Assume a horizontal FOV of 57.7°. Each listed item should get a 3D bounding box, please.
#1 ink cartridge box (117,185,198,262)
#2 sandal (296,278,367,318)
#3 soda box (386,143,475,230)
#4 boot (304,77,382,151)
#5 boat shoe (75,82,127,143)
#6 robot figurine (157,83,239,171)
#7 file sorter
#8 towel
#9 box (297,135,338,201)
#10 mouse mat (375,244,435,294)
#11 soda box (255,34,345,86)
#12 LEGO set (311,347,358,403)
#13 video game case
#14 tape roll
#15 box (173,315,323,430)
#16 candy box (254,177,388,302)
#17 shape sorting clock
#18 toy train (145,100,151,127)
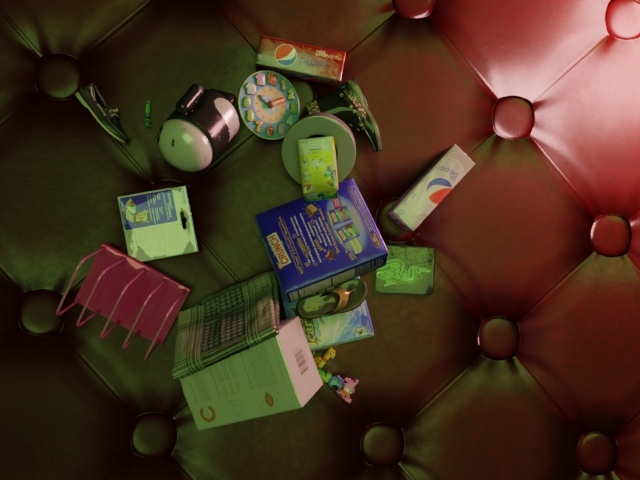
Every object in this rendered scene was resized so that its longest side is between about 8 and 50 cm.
[{"bbox_3d":[-0.484,-0.046,1.745,0.208,0.045,0.207,-10,91,-3],"label":"ink cartridge box"},{"bbox_3d":[0.035,0.170,1.687,0.219,0.060,0.090,-14,76,-6],"label":"sandal"},{"bbox_3d":[0.338,-0.159,1.790,0.091,0.098,0.286,43,86,-4],"label":"soda box"},{"bbox_3d":[0.073,-0.354,1.779,0.178,0.085,0.237,-24,96,2],"label":"boot"},{"bbox_3d":[-0.634,-0.377,1.719,0.065,0.075,0.206,-42,89,-1],"label":"boat shoe"},{"bbox_3d":[-0.345,-0.321,1.663,0.209,0.173,0.278,49,51,-24],"label":"robot figurine"},{"bbox_3d":[-0.560,0.179,1.651,0.290,0.182,0.202,28,101,-4],"label":"file sorter"},{"bbox_3d":[-0.262,0.216,1.617,0.312,0.324,0.056,-25,116,6],"label":"towel"},{"bbox_3d":[-0.004,-0.205,1.677,0.105,0.043,0.179,-5,94,6],"label":"box"},{"bbox_3d":[0.267,0.093,1.829,0.189,0.007,0.153,3,90,-4],"label":"mouse mat"},{"bbox_3d":[-0.062,-0.542,1.763,0.263,0.083,0.092,10,90,-5],"label":"soda box"},{"bbox_3d":[0.028,0.381,1.768,0.227,0.087,0.093,40,82,8],"label":"LEGO set"},{"bbox_3d":[0.010,0.185,1.746,0.244,0.061,0.270,-13,75,-4],"label":"video game case"},{"bbox_3d":[-0.004,-0.268,1.735,0.219,0.072,0.219,1,111,3],"label":"tape roll"},{"bbox_3d":[-0.203,0.375,1.642,0.345,0.168,0.215,-18,92,22],"label":"box"},{"bbox_3d":[0.000,0.000,1.704,0.317,0.122,0.268,-20,67,-6],"label":"candy box"},{"bbox_3d":[-0.151,-0.406,1.744,0.206,0.040,0.206,2,86,-32],"label":"shape sorting clock"},{"bbox_3d":[-0.521,-0.381,1.753,0.017,0.024,0.083,0,90,-5],"label":"toy train"}]
